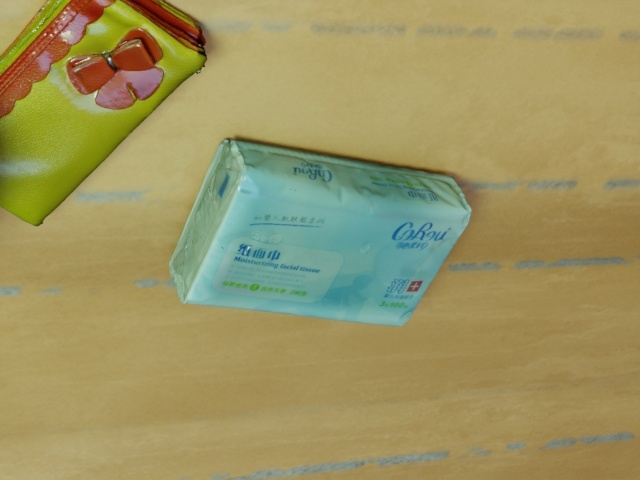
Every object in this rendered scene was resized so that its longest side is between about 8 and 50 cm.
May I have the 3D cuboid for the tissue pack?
[{"bbox_3d":[0.000,0.000,1.308,0.263,0.089,0.177,7,127,-29],"label":"tissue pack"}]

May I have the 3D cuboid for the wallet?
[{"bbox_3d":[-0.224,-0.121,1.115,0.241,0.067,0.141,-42,131,20],"label":"wallet"}]
